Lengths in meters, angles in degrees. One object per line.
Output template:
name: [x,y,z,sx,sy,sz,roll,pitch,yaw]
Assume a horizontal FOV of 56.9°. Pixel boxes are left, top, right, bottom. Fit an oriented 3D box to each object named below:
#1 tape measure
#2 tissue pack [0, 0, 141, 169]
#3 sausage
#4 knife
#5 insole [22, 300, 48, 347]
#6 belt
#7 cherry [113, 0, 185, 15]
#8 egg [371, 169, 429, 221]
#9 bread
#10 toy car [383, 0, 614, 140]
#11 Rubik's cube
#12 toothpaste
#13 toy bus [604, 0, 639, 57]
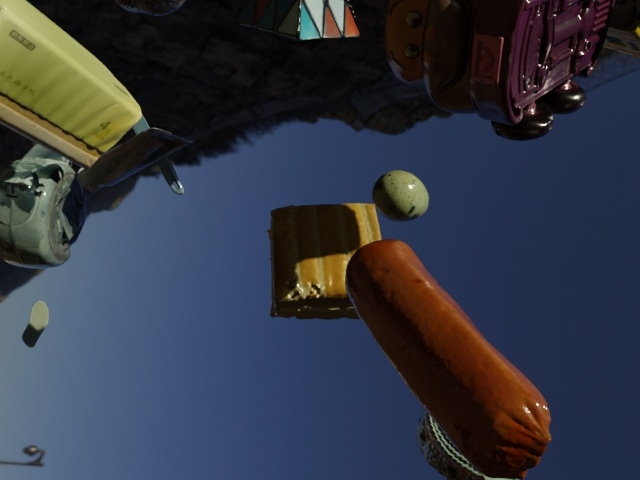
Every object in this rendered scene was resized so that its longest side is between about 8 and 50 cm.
tape measure: [-0.650,-0.069,1.375,0.256,0.147,0.274,-85,-179,-54]
tissue pack: [-0.353,-0.206,0.707,0.125,0.234,0.159,-46,-116,2]
sausage: [0.112,0.101,0.631,0.097,0.094,0.348,-58,-150,15]
knife: [-0.440,-0.251,1.527,0.312,0.045,0.019,61,-6,3]
insole: [-0.651,0.189,1.352,0.002,0.053,0.152,-29,-152,9]
belt: [0.347,0.441,1.320,0.207,0.258,0.150,-55,164,-34]
cherry: [-0.300,-0.481,1.002,0.195,0.195,0.195,-36,-135,47]
egg: [0.281,-0.148,2.037,0.177,0.228,0.176,-23,-122,43]
bread: [0.009,0.047,1.233,0.111,0.240,0.245,99,-13,-54]
toy car: [0.257,-0.311,0.845,0.240,0.341,0.271,27,-47,37]
Rubik's cube: [-0.060,-0.553,1.224,0.250,0.284,0.234,19,-63,29]
toothpaste: [-0.432,-0.188,1.337,0.300,0.114,0.073,-19,-109,30]
toy bus: [0.549,-0.461,0.914,0.330,0.152,0.144,-59,-138,13]
